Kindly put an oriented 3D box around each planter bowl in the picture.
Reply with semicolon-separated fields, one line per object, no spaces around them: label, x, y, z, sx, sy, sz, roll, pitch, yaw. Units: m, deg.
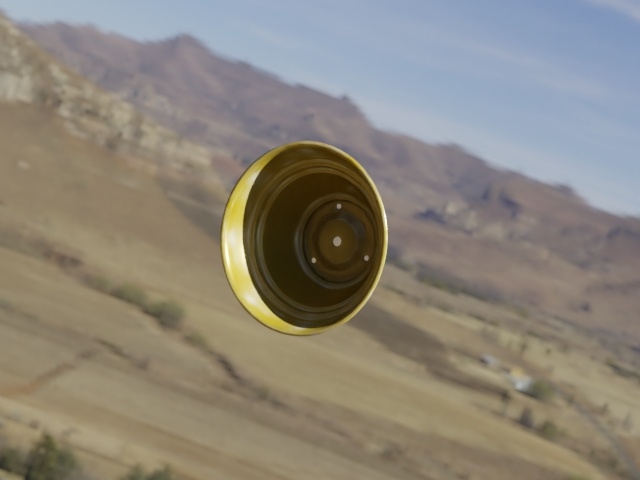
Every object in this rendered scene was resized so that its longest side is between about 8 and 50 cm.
planter bowl;0.000;0.000;1.745;0.217;0.217;0.090;23;9;30
